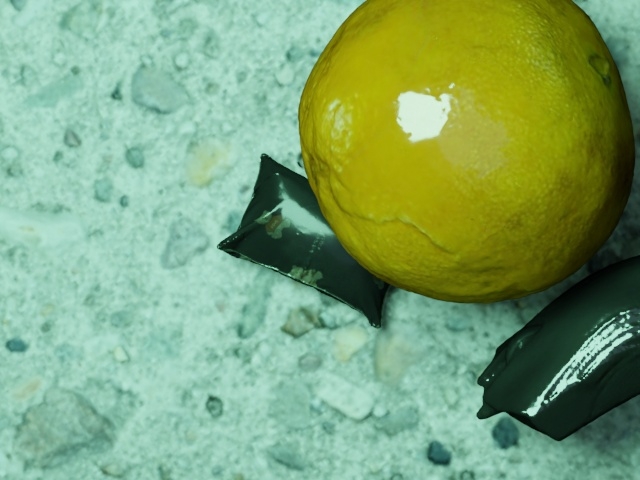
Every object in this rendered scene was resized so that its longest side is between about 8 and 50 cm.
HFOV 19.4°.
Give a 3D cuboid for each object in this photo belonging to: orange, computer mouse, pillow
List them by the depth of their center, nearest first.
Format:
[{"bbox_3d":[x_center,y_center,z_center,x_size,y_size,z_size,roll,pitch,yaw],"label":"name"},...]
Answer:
[{"bbox_3d":[0.113,-0.079,1.405,0.261,0.261,0.261,0,90,5],"label":"orange"},{"bbox_3d":[0.230,0.063,1.446,0.264,0.147,0.088,-30,109,5],"label":"computer mouse"},{"bbox_3d":[0.000,0.000,1.520,0.150,0.048,0.090,24,100,1],"label":"pillow"}]
